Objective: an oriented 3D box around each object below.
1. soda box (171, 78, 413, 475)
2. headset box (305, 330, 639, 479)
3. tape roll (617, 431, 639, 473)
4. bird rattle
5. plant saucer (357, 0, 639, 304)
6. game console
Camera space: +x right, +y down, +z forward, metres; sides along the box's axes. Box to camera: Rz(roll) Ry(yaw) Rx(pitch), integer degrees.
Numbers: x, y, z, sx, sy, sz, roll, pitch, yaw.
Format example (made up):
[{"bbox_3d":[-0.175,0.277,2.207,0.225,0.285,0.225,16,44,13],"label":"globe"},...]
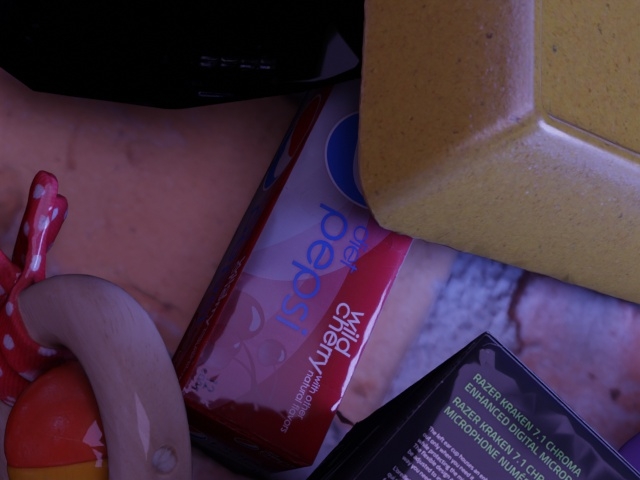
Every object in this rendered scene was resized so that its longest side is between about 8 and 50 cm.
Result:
[{"bbox_3d":[0.000,0.000,0.816,0.083,0.092,0.263,29,69,-11],"label":"soda box"},{"bbox_3d":[0.009,0.189,0.619,0.131,0.246,0.283,43,70,3],"label":"headset box"},{"bbox_3d":[0.293,0.209,0.830,0.275,0.090,0.275,15,51,-19],"label":"tape roll"},{"bbox_3d":[-0.122,0.091,0.702,0.143,0.207,0.253,6,84,-38],"label":"bird rattle"},{"bbox_3d":[0.169,-0.143,0.852,0.333,0.081,0.332,15,72,-42],"label":"plant saucer"},{"bbox_3d":[-0.067,-0.241,0.842,0.213,0.044,0.361,3,66,4],"label":"game console"}]
